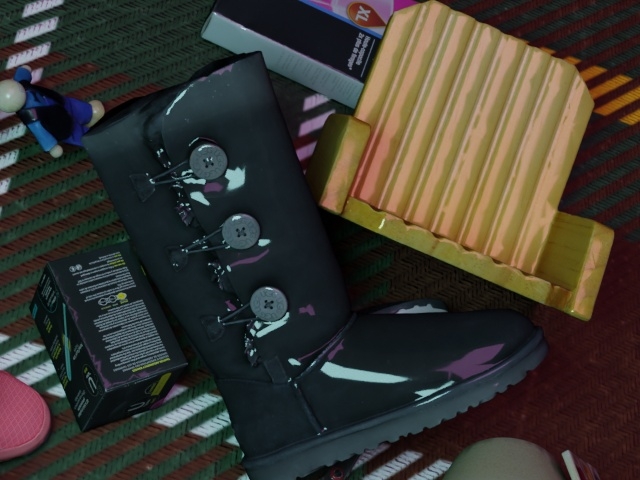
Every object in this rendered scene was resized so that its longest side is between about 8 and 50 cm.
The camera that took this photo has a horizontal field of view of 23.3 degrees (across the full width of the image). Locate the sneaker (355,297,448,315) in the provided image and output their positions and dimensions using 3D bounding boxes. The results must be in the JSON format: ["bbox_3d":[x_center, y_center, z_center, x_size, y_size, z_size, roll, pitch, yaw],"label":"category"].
[{"bbox_3d":[0.054,0.135,1.837,0.235,0.084,0.097,-17,93,-29],"label":"sneaker"}]

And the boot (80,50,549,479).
[{"bbox_3d":[-0.002,0.001,1.667,0.367,0.146,0.445,-24,95,0],"label":"boot"}]

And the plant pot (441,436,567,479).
[{"bbox_3d":[0.196,0.354,1.673,0.256,0.256,0.274,22,41,-9],"label":"plant pot"}]

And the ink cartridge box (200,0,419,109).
[{"bbox_3d":[0.039,-0.268,2.061,0.371,0.069,0.175,26,55,-10],"label":"ink cartridge box"}]

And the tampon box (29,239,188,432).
[{"bbox_3d":[-0.233,0.104,1.691,0.101,0.120,0.161,-16,70,-29],"label":"tampon box"}]

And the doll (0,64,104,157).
[{"bbox_3d":[-0.315,-0.151,1.789,0.189,0.046,0.129,13,47,-63],"label":"doll"}]

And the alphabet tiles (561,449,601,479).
[{"bbox_3d":[0.349,0.400,1.705,0.011,0.285,0.342,-25,67,13],"label":"alphabet tiles"}]

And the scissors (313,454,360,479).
[{"bbox_3d":[0.014,0.286,1.755,0.297,0.021,0.109,-33,75,-35],"label":"scissors"}]

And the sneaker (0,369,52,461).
[{"bbox_3d":[-0.398,0.146,1.561,0.314,0.136,0.116,23,53,-31],"label":"sneaker"}]

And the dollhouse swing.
[{"bbox_3d":[0.197,-0.119,1.883,0.347,0.315,0.305,24,91,-8],"label":"dollhouse swing"}]
